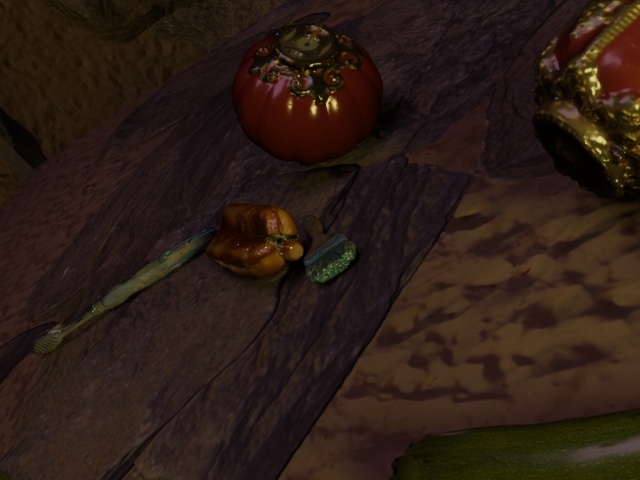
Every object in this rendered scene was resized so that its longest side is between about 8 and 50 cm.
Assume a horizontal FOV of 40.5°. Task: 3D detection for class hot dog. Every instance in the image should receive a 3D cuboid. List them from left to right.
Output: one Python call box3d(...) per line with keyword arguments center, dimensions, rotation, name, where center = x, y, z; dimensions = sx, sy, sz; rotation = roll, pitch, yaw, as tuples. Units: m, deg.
box3d(center=(-0.092, 0.001, 1.184), dimensions=(0.249, 0.068, 0.100), rotation=(10, 77, 67), name="hot dog")

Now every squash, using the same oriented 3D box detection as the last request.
box3d(center=(0.153, 0.150, 0.562), dimensions=(0.318, 0.071, 0.080), rotation=(-21, -11, 42), name="squash")

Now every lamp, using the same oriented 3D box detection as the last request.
box3d(center=(-0.020, -0.213, 1.293), dimensions=(0.227, 0.227, 0.227), rotation=(-33, 25, 17), name="lamp")
box3d(center=(0.308, -0.159, 0.736), dimensions=(0.274, 0.177, 0.177), rotation=(-42, 24, 0), name="lamp")

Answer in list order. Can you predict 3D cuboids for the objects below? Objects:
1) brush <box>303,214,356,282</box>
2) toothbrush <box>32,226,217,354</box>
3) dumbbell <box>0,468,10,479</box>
box3d(center=(0.000, 0.000, 1.108), dimensions=(0.070, 0.021, 0.196), rotation=(-37, 23, 3), name="brush")
box3d(center=(-0.328, 0.085, 1.430), dimensions=(0.413, 0.035, 0.042), rotation=(-31, 22, 20), name="toothbrush")
box3d(center=(-0.525, 0.397, 1.091), dimensions=(0.302, 0.121, 0.108), rotation=(-54, -2, -26), name="dumbbell")
